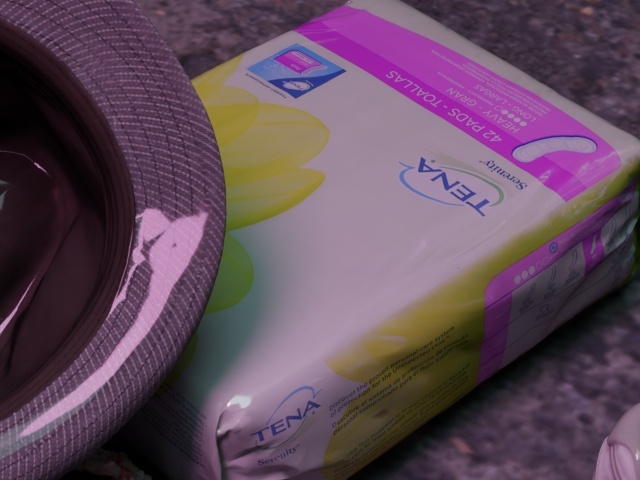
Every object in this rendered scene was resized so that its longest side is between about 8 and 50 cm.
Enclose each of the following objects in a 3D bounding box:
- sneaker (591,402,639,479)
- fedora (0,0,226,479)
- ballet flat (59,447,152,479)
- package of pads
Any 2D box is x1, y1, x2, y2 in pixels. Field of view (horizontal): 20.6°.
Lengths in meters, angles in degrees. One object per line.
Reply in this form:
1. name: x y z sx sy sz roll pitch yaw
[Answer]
1. sneaker: 0.207 0.144 0.732 0.232 0.115 0.090 23 47 24
2. fedora: -0.184 0.004 0.765 0.275 0.124 0.244 -40 90 -15
3. ballet flat: -0.184 0.138 0.762 0.241 0.077 0.091 -18 79 -18
4. package of pads: 0.000 0.000 0.908 0.296 0.101 0.229 -31 49 -28
